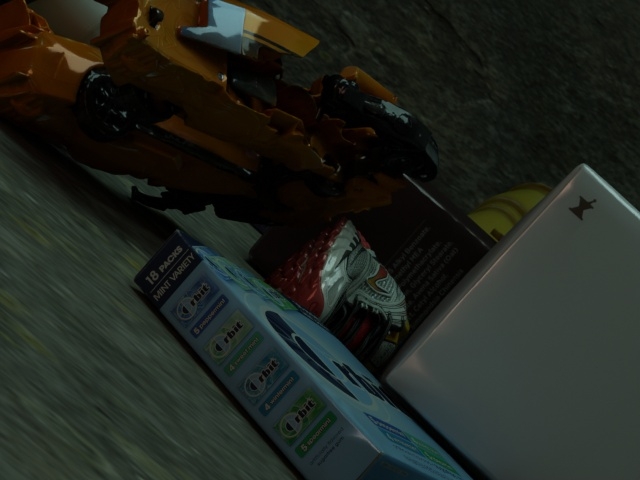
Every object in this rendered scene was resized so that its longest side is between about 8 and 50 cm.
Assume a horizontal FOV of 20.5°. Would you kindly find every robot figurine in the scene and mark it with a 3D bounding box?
[{"bbox_3d":[-0.058,-0.083,1.123,0.291,0.211,0.085,22,61,-46],"label":"robot figurine"}]

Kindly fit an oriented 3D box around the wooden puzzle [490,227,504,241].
[{"bbox_3d":[0.185,0.033,1.372,0.116,0.014,0.078,40,6,-16],"label":"wooden puzzle"}]

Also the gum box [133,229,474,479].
[{"bbox_3d":[0.001,0.086,0.956,0.184,0.041,0.157,44,6,35],"label":"gum box"}]

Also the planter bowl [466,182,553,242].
[{"bbox_3d":[0.136,0.049,1.556,0.090,0.217,0.217,10,20,-26],"label":"planter bowl"}]

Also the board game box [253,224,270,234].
[{"bbox_3d":[0.000,0.000,1.595,0.170,0.048,0.141,42,8,2],"label":"board game box"}]

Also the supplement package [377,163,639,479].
[{"bbox_3d":[0.156,0.086,1.136,0.177,0.175,0.293,43,-3,4],"label":"supplement package"}]

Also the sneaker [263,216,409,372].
[{"bbox_3d":[0.019,0.042,1.196,0.093,0.088,0.225,50,10,8],"label":"sneaker"}]

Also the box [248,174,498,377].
[{"bbox_3d":[0.137,0.089,1.392,0.381,0.143,0.191,40,6,6],"label":"box"}]

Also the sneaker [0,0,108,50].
[{"bbox_3d":[-0.212,-0.178,1.240,0.182,0.127,0.315,55,-9,-34],"label":"sneaker"}]
